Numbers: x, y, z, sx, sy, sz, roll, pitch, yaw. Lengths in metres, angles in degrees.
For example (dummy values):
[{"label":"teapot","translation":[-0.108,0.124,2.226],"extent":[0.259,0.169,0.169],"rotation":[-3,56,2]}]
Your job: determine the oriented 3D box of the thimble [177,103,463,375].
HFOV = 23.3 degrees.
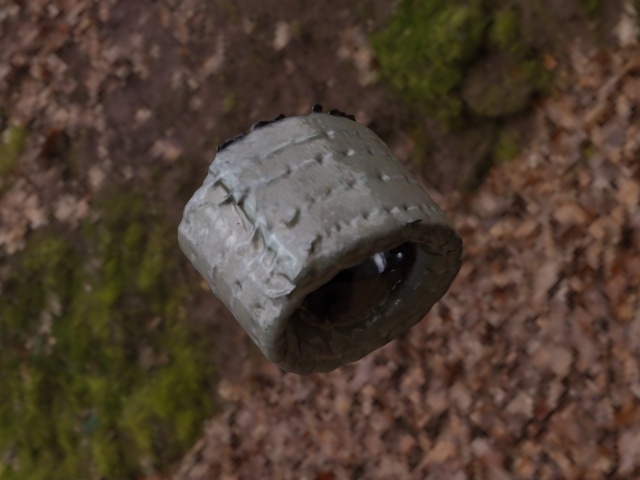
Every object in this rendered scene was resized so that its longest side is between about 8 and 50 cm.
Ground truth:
[{"label":"thimble","translation":[0.000,0.000,0.740],"extent":[0.115,0.090,0.102],"rotation":[2,-49,-47]}]
